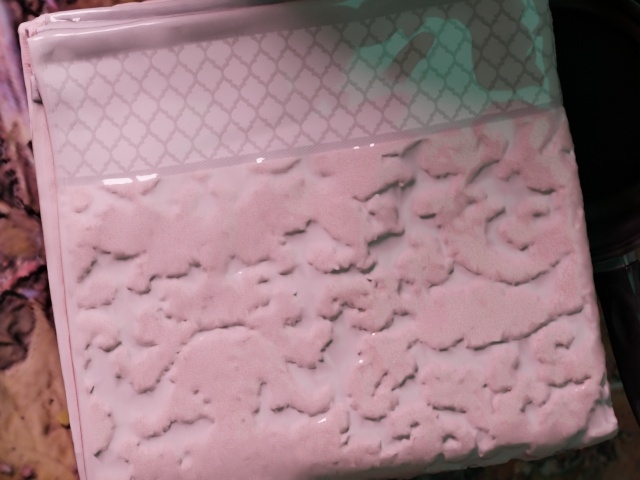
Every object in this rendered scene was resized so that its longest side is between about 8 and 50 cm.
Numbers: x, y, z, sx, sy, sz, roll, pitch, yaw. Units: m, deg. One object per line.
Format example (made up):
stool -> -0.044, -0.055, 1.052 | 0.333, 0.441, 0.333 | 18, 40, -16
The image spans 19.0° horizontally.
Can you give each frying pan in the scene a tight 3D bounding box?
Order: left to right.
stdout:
frying pan -> 0.194, -0.031, 1.229 | 0.326, 0.197, 0.053 | 49, 33, 1

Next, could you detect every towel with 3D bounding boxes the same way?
towel -> 0.000, 0.000, 1.154 | 0.332, 0.053, 0.316 | -9, 99, -4

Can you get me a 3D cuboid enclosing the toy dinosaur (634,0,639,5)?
toy dinosaur -> 0.269, -0.170, 1.294 | 0.218, 0.164, 0.322 | -30, 85, -38
